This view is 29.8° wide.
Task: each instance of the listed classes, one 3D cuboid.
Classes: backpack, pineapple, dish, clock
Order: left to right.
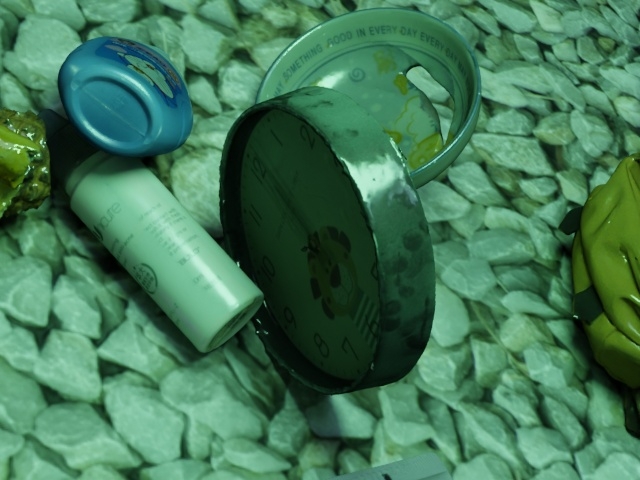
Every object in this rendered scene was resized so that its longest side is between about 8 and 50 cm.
[{"bbox_3d":[-0.390,-0.075,1.172,0.237,0.111,0.119,-4,29,-26],"label":"pineapple"},{"bbox_3d":[-0.003,0.003,1.188,0.061,0.312,0.313,-17,64,-30],"label":"clock"},{"bbox_3d":[0.068,-0.141,1.466,0.273,0.134,0.273,-8,58,12],"label":"dish"},{"bbox_3d":[0.484,0.071,1.494,0.378,0.201,0.353,22,46,-11],"label":"backpack"}]

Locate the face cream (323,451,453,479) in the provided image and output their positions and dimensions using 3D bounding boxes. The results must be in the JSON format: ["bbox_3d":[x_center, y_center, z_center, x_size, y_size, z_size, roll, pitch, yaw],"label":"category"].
[{"bbox_3d":[0.124,0.324,1.169,0.154,0.096,0.274,-9,47,-32],"label":"face cream"}]

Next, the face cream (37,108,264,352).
[{"bbox_3d":[-0.192,-0.024,1.250,0.311,0.092,0.092,47,46,10],"label":"face cream"}]

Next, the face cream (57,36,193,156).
[{"bbox_3d":[-0.201,-0.159,1.291,0.149,0.083,0.264,39,12,-11],"label":"face cream"}]

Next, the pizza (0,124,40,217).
[{"bbox_3d":[-0.428,-0.045,1.058,0.268,0.087,0.258,31,75,-4],"label":"pizza"}]
